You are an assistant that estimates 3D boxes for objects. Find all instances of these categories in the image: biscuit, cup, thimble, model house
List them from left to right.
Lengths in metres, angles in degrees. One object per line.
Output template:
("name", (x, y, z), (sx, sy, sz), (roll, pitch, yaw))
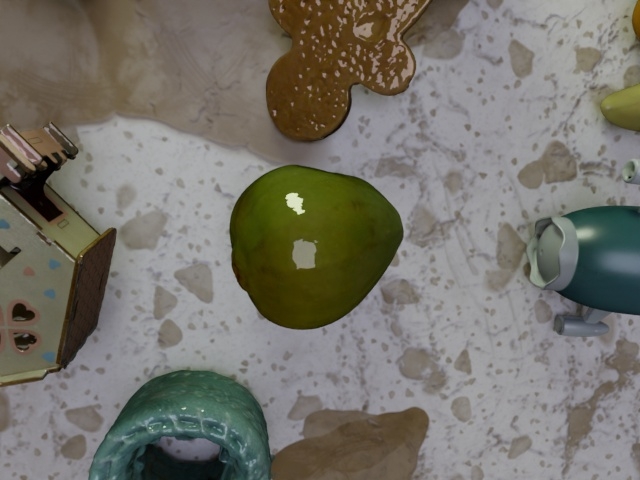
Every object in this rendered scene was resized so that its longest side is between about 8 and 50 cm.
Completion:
("model house", (-0.384, 0.045, 0.567), (0.326, 0.169, 0.244), (-40, 107, 2))
("thimble", (-0.177, 0.295, 0.621), (0.234, 0.143, 0.199), (13, 97, -7))
("biscuit", (0.040, -0.286, 0.585), (0.215, 0.047, 0.340), (30, 113, -1))
("cup", (0.406, 0.025, 0.646), (0.172, 0.168, 0.300), (5, 122, 2))

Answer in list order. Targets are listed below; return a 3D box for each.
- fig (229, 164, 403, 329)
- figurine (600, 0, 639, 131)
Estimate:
("fig", (-0.009, -0.004, 0.581), (0.230, 0.207, 0.207), (-44, 102, -34))
("figurine", (0.542, -0.290, 0.616), (0.324, 0.124, 0.222), (-37, 76, 24))
